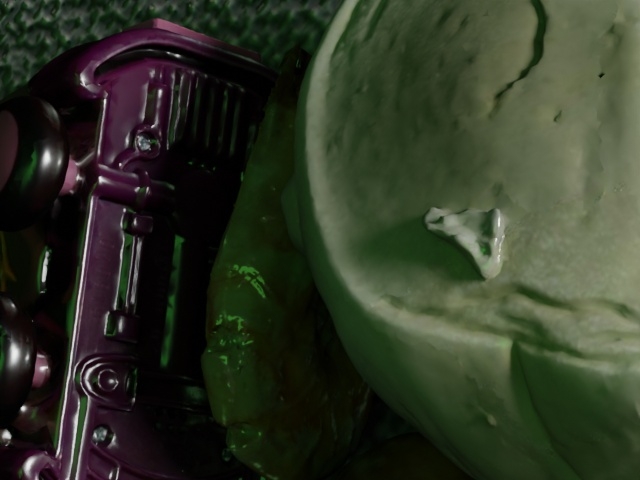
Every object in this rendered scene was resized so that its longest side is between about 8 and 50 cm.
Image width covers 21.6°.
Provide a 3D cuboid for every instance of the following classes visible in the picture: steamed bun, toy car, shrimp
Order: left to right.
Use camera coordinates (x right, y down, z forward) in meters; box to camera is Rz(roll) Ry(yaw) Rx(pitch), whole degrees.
[{"bbox_3d":[-0.138,0.046,1.060,0.240,0.271,0.340,-6,72,50],"label":"toy car"},{"bbox_3d":[-0.001,0.000,0.992,0.062,0.154,0.294,0,73,38],"label":"shrimp"},{"bbox_3d":[0.118,-0.005,0.879,0.236,0.247,0.383,-26,50,15],"label":"steamed bun"}]

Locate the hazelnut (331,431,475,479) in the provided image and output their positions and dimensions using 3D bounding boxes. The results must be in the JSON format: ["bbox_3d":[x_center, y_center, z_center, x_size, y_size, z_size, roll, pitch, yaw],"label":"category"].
[{"bbox_3d":[0.063,0.216,0.939,0.181,0.181,0.212,28,137,8],"label":"hazelnut"}]
